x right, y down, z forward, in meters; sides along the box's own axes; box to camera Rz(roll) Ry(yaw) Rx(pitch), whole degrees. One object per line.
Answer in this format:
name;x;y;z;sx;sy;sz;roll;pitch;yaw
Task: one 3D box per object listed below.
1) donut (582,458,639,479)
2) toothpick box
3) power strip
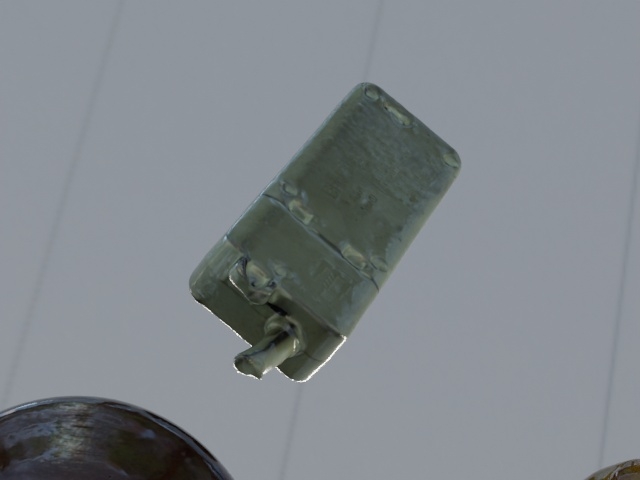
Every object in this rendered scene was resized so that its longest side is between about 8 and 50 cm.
donut;0.163;0.210;0.916;0.226;0.114;0.226;-12;-135;12
toothpick box;-0.123;0.192;1.020;0.192;0.294;0.192;0;-104;-1
power strip;0.000;0.000;1.136;0.093;0.053;0.288;41;-144;-2
